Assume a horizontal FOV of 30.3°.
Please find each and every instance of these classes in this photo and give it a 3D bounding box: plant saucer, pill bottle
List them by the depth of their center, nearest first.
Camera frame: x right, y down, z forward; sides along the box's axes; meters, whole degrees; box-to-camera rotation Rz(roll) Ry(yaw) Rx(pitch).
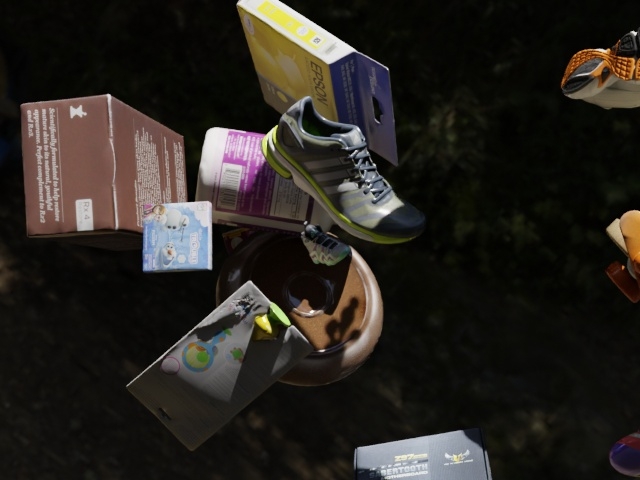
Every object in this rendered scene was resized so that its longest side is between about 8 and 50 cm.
[{"bbox_3d":[-0.060,-0.096,2.071,0.301,0.169,0.169,9,15,-3],"label":"pill bottle"},{"bbox_3d":[-0.029,0.103,2.098,0.310,0.310,0.050,38,-29,3],"label":"plant saucer"}]

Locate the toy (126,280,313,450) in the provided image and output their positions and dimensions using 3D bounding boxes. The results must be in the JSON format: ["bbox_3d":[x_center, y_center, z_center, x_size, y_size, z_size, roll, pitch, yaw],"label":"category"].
[{"bbox_3d":[-0.141,0.173,1.679,0.137,0.237,0.056,47,13,-13],"label":"toy"}]

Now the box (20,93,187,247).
[{"bbox_3d":[-0.312,-0.088,1.775,0.143,0.191,0.381,-4,-5,7],"label":"box"}]

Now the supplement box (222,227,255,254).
[{"bbox_3d":[-0.155,0.016,2.367,0.043,0.055,0.083,-25,98,-70],"label":"supplement box"}]

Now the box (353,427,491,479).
[{"bbox_3d":[0.174,0.408,2.013,0.183,0.232,0.059,-83,161,-66],"label":"box"}]

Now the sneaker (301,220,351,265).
[{"bbox_3d":[0.000,0.000,1.703,0.069,0.038,0.098,56,-28,-15],"label":"sneaker"}]

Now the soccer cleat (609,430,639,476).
[{"bbox_3d":[0.606,0.354,1.956,0.248,0.083,0.095,-1,-5,8],"label":"soccer cleat"}]

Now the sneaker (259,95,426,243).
[{"bbox_3d":[0.043,-0.107,1.855,0.300,0.121,0.111,36,40,7],"label":"sneaker"}]

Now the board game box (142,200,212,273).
[{"bbox_3d":[-0.187,-0.004,1.549,0.090,0.090,0.020,-3,-10,9],"label":"board game box"}]

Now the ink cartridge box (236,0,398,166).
[{"bbox_3d":[-0.001,-0.277,2.145,0.307,0.072,0.304,39,-18,25],"label":"ink cartridge box"}]

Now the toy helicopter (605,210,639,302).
[{"bbox_3d":[0.606,0.087,2.006,0.235,0.140,0.355,35,16,-50],"label":"toy helicopter"}]

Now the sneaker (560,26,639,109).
[{"bbox_3d":[0.518,-0.271,1.915,0.121,0.099,0.262,22,-12,-27],"label":"sneaker"}]
